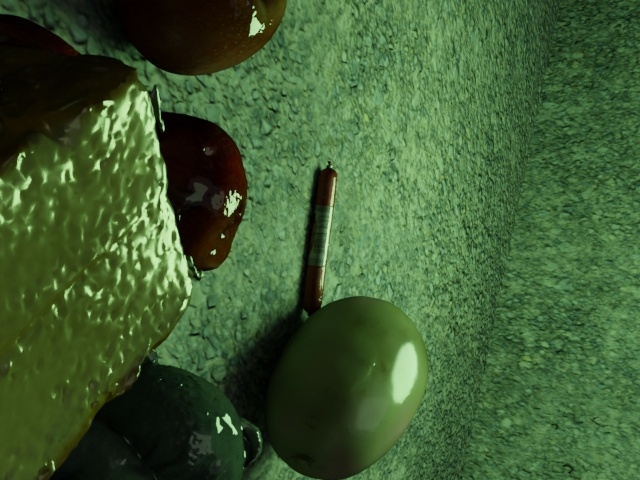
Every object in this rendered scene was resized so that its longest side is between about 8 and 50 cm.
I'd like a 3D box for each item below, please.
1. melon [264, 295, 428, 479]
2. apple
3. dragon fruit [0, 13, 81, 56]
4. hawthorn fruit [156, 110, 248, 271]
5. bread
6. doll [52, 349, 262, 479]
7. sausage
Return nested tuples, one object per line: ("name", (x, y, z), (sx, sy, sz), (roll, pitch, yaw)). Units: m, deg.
("melon", (0.042, 0.216, 1.327), (0.317, 0.223, 0.223), (-54, 144, -49))
("apple", (-0.115, -0.270, 0.902), (0.201, 0.162, 0.201), (-25, 118, -61))
("dragon fruit", (-0.211, -0.120, 0.763), (0.120, 0.161, 0.127), (-21, 127, -60))
("hawthorn fruit", (-0.149, -0.041, 0.912), (0.173, 0.174, 0.179), (-58, 145, -41))
("bread", (-0.265, 0.020, 0.537), (0.279, 0.279, 0.207), (-58, 148, -46))
("doll", (-0.227, 0.262, 0.901), (0.340, 0.158, 0.246), (-48, 109, -29))
("sausage", (0.000, 0.000, 1.392), (0.034, 0.034, 0.253), (3, 95, -65))
